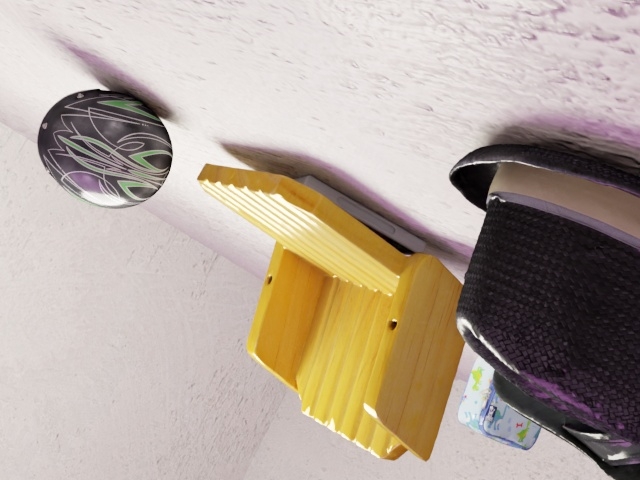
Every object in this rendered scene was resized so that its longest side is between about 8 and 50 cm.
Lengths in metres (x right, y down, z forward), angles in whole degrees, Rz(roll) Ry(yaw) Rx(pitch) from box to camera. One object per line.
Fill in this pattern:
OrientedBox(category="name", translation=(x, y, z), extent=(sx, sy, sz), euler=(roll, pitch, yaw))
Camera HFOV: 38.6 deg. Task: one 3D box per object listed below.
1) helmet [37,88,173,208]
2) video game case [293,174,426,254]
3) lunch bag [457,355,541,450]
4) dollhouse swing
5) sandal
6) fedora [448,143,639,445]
OrientedBox(category="helmet", translation=(-0.281, -0.120, 1.209), extent=(0.169, 0.169, 0.161), euler=(28, -172, -4))
OrientedBox(category="video game case", translation=(0.030, -0.032, 1.255), extent=(0.183, 0.023, 0.201), euler=(29, 171, -15))
OrientedBox(category="lunch bag", translation=(0.393, 0.336, 1.924), extent=(0.090, 0.176, 0.219), euler=(11, 165, 48))
OrientedBox(category="dollhouse swing", translation=(-0.030, 0.095, 1.236), extent=(0.305, 0.315, 0.347), euler=(17, 179, -34))
OrientedBox(category="sandal", translation=(0.411, 0.245, 1.271), extent=(0.446, 0.167, 0.107), euler=(20, 163, 47))
OrientedBox(category="fedora", translation=(0.224, 0.065, 0.694), extent=(0.334, 0.152, 0.334), euler=(29, 175, 3))
